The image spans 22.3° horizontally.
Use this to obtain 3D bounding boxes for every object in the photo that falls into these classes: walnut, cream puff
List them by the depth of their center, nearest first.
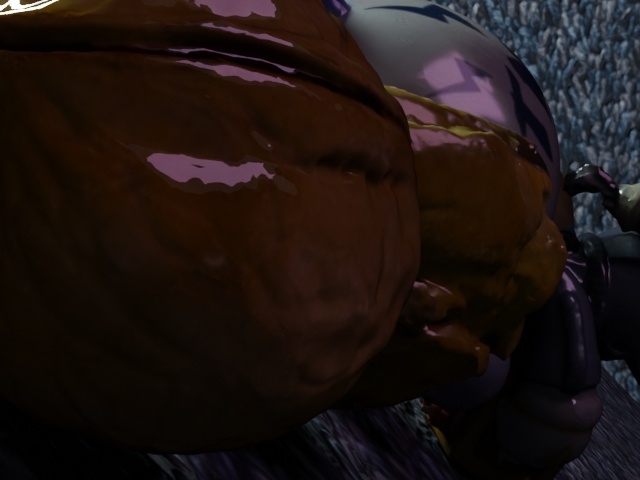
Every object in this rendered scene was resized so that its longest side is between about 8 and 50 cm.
[{"bbox_3d":[-0.043,-0.012,0.445,0.144,0.144,0.180,48,1,25],"label":"walnut"},{"bbox_3d":[0.000,0.000,0.627,0.189,0.129,0.189,20,2,-1],"label":"cream puff"}]

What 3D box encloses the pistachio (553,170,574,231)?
[{"bbox_3d":[0.043,-0.047,1.084,0.288,0.197,0.166,35,-37,7],"label":"pistachio"}]

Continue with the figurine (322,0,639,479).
[{"bbox_3d":[0.086,0.011,0.862,0.382,0.186,0.261,38,4,-19],"label":"figurine"}]
